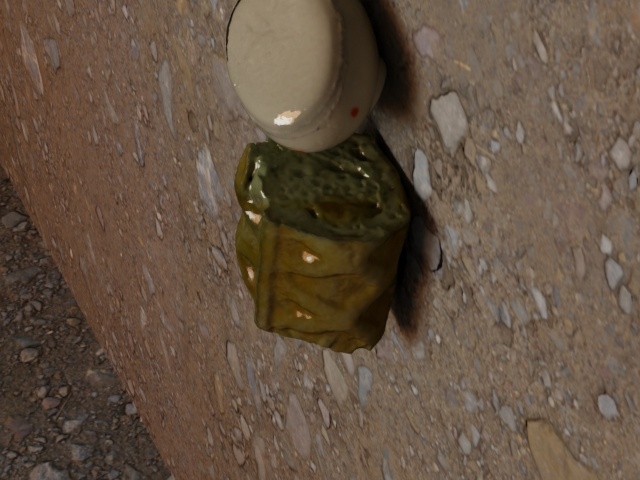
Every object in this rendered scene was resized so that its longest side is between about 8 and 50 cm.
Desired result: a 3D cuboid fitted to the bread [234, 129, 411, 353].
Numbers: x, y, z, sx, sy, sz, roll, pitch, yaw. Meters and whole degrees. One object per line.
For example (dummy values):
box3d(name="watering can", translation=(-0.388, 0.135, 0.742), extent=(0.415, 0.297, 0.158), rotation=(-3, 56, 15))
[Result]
box3d(name="bread", translation=(-0.002, -0.005, 1.835), extent=(0.252, 0.238, 0.196), rotation=(109, 179, -54))

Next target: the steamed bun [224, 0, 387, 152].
box3d(name="steamed bun", translation=(-0.010, -0.206, 1.720), extent=(0.177, 0.130, 0.228), rotation=(-33, 61, 25))
